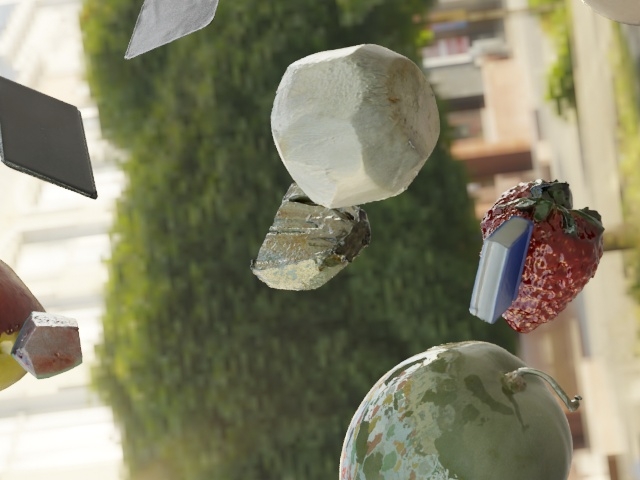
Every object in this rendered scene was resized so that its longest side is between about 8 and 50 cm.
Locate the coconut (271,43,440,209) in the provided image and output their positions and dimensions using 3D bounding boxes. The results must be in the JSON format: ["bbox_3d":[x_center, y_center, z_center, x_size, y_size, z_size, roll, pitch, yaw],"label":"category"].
[{"bbox_3d":[0.026,-0.113,1.824,0.161,0.162,0.161,34,-132,-47],"label":"coconut"}]

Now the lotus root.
[{"bbox_3d":[0.001,0.003,2.251,0.070,0.144,0.143,50,-119,-37],"label":"lotus root"}]

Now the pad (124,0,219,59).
[{"bbox_3d":[-0.141,-0.250,1.864,0.003,0.112,0.157,52,-147,-33],"label":"pad"}]

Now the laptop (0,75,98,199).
[{"bbox_3d":[-0.328,-0.123,2.156,0.016,0.129,0.180,-53,33,26],"label":"laptop"}]

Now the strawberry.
[{"bbox_3d":[0.206,0.013,1.784,0.148,0.131,0.131,-50,23,30],"label":"strawberry"}]

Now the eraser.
[{"bbox_3d":[0.168,0.026,1.689,0.063,0.027,0.084,-40,-35,-53],"label":"eraser"}]

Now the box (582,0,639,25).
[{"bbox_3d":[0.415,-0.337,1.874,0.263,0.404,0.108,46,-129,-39],"label":"box"}]

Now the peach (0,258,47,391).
[{"bbox_3d":[-0.558,0.117,2.416,0.380,0.306,0.242,-10,-111,-46],"label":"peach"}]

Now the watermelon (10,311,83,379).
[{"bbox_3d":[-0.333,0.117,2.230,0.092,0.084,0.072,60,147,29],"label":"watermelon"}]

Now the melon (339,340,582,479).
[{"bbox_3d":[0.148,0.254,2.059,0.308,0.272,0.272,-61,-2,6],"label":"melon"}]
